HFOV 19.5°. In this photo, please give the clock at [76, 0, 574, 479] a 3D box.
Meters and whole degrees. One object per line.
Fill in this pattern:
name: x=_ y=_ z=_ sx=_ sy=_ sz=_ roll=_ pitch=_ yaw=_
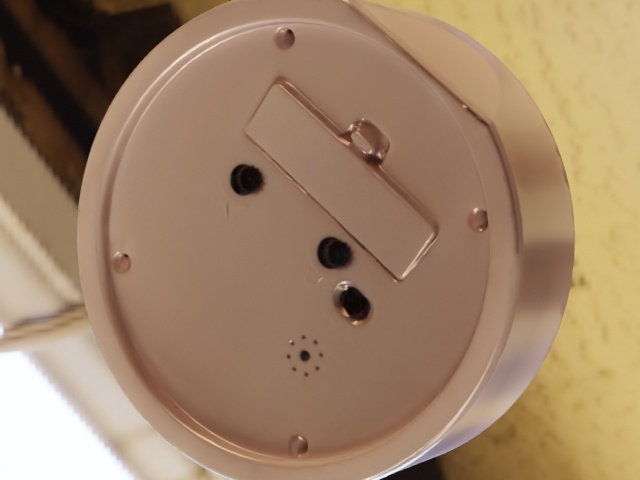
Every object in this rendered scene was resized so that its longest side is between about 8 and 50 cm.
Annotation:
clock: x=0.000 y=0.000 z=0.752 sx=0.068 sy=0.196 sz=0.197 roll=-5 pitch=-92 yaw=-63
